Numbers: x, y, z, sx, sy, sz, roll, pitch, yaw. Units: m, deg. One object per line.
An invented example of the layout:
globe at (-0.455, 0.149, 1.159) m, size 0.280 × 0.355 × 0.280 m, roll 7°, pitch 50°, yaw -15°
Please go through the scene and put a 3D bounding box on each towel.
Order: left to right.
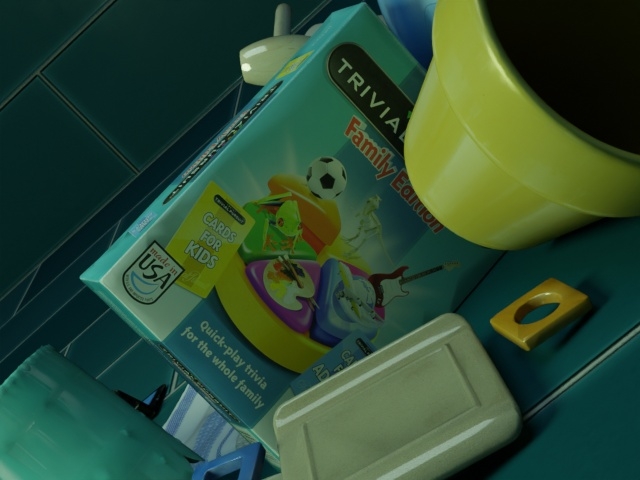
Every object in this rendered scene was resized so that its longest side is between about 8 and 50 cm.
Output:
towel at (-0.074, 0.157, 1.474) m, size 0.285 × 0.034 × 0.209 m, roll -33°, pitch 19°, yaw 37°

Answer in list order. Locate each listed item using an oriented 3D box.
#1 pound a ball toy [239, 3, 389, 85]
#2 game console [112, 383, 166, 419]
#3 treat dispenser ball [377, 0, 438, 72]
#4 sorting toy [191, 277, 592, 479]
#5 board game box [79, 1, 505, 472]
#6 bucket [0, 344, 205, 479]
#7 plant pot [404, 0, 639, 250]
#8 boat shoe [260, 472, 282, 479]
pound a ball toy at (0.029, -0.156, 1.469) m, size 0.136 × 0.208 × 0.319 m, roll -4°, pitch 26°, yaw 13°
game console at (-0.259, 0.213, 1.751) m, size 0.122 × 0.107 × 0.071 m, roll -40°, pitch 43°, yaw 18°
treat dispenser ball at (0.190, -0.269, 1.349) m, size 0.288 × 0.288 × 0.288 m, roll -41°, pitch 15°, yaw 13°
sorting toy at (0.058, 0.145, 1.083) m, size 0.348 × 0.047 × 0.196 m, roll -30°, pitch 20°, yaw 3°
board game box at (0.000, 0.000, 1.263) m, size 0.336 × 0.254 × 0.079 m, roll -48°, pitch 17°, yaw -15°
bucket at (-0.259, 0.244, 1.316) m, size 0.281 × 0.183 × 0.281 m, roll -50°, pitch 0°, yaw 1°
plant pot at (0.184, -0.112, 1.145) m, size 0.254 × 0.254 × 0.239 m, roll -54°, pitch 2°, yaw -34°
boat shoe at (-0.074, 0.259, 1.172) m, size 0.206 × 0.075 × 0.065 m, roll -35°, pitch 59°, yaw 12°
